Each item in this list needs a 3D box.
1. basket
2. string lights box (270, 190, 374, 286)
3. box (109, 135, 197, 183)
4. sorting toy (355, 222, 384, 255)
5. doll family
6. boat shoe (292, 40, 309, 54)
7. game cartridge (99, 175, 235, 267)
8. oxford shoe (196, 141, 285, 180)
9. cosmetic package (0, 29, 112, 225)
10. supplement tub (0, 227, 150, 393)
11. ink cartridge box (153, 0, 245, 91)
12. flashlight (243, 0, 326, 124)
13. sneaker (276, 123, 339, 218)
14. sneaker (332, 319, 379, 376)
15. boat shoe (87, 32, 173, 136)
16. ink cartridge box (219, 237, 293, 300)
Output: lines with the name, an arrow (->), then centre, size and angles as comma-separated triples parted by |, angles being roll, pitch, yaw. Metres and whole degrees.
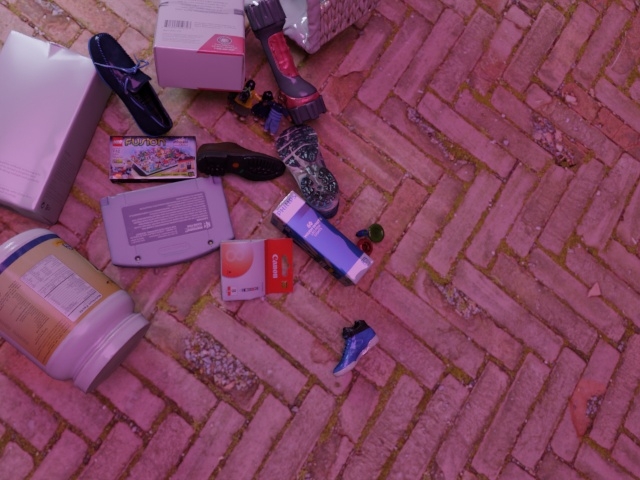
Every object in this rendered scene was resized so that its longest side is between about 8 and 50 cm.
basket -> -0.038, -0.718, 1.300 | 0.266, 0.328, 0.331 | -38, 66, -20
string lights box -> 0.000, 0.000, 1.306 | 0.259, 0.133, 0.077 | 40, 79, 0
box -> -0.415, -0.202, 1.319 | 0.206, 0.036, 0.114 | -2, 80, -10
sorting toy -> 0.119, -0.003, 1.381 | 0.061, 0.042, 0.102 | 47, 63, -15
doll family -> -0.158, -0.351, 1.344 | 0.193, 0.111, 0.076 | 24, 34, -8
boat shoe -> -0.004, -0.602, 1.453 | 0.072, 0.068, 0.190 | 37, 76, 10
game cartridge -> -0.367, -0.038, 1.291 | 0.294, 0.060, 0.196 | -13, 79, -12
oxford shoe -> -0.197, -0.210, 1.336 | 0.227, 0.083, 0.096 | 8, 44, -24
cosmetic package -> -0.663, -0.258, 1.227 | 0.217, 0.156, 0.385 | 20, 76, -6
supplement tub -> -0.550, 0.151, 1.133 | 0.316, 0.228, 0.228 | 40, 76, -1
ink cartridge box -> -0.290, -0.508, 1.306 | 0.207, 0.117, 0.283 | 1, 55, -10
flashlight -> -0.081, -0.447, 1.325 | 0.103, 0.103, 0.304 | -26, 114, -10
sneaker -> -0.031, -0.172, 1.353 | 0.110, 0.122, 0.283 | -20, 61, -1
sneaker -> 0.069, 0.260, 1.309 | 0.152, 0.058, 0.085 | -40, 94, -18
boat shoe -> -0.426, -0.369, 1.238 | 0.258, 0.089, 0.109 | 56, 47, -36
ink cartridge box -> -0.153, 0.070, 1.290 | 0.179, 0.045, 0.146 | -2, 101, -10
